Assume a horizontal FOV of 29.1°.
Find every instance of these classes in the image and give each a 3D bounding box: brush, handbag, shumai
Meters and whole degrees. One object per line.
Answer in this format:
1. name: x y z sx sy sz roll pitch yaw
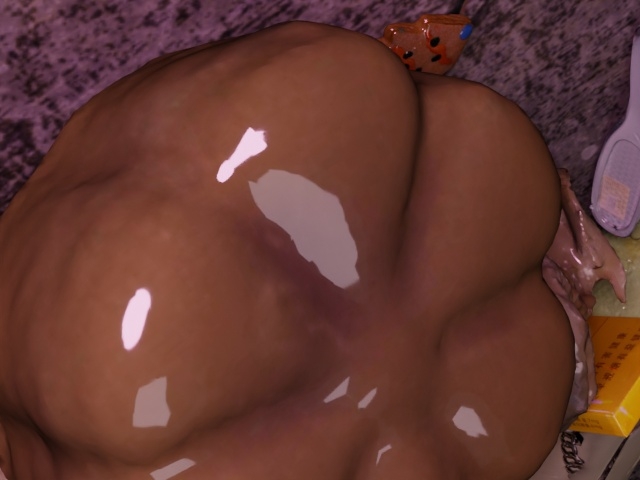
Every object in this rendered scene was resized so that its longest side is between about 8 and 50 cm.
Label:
1. brush: 0.339 -0.119 1.283 0.060 0.068 0.297 -37 149 -26
2. handbag: 0.345 0.259 1.646 0.237 0.160 0.358 -38 155 -36
3. shumai: 0.167 0.043 1.285 0.314 0.262 0.267 -6 126 37

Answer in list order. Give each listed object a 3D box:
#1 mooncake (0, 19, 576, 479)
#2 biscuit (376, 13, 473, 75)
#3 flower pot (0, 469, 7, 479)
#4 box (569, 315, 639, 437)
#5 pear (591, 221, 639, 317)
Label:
1. mooncake: -0.018 0.077 0.921 0.467 0.262 0.467 -4 97 -38
2. biscuit: 0.077 -0.154 1.069 0.130 0.019 0.119 -35 146 7
3. flower pot: -0.253 0.213 1.100 0.307 0.244 0.307 -21 145 -15
4. box: 0.260 0.143 1.366 0.152 0.269 0.043 -44 114 -29
5. pear: 0.451 0.051 1.422 0.292 0.292 0.159 -38 136 12
